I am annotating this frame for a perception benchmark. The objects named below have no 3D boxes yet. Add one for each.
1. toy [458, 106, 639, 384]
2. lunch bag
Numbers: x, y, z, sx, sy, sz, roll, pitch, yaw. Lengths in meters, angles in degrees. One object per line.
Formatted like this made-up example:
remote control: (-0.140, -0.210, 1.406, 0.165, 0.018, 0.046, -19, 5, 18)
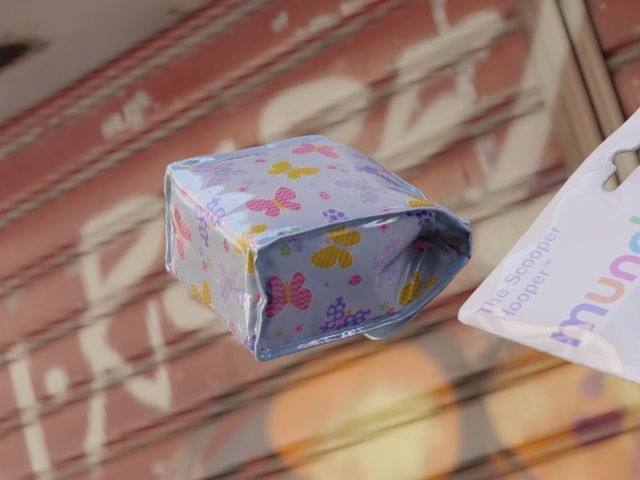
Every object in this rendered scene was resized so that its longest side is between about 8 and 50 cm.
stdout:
toy: (0.151, -0.015, 0.395, 0.237, 0.056, 0.137, 19, 54, 43)
lunch bag: (0.000, 0.000, 0.575, 0.083, 0.053, 0.071, -16, 31, -26)
